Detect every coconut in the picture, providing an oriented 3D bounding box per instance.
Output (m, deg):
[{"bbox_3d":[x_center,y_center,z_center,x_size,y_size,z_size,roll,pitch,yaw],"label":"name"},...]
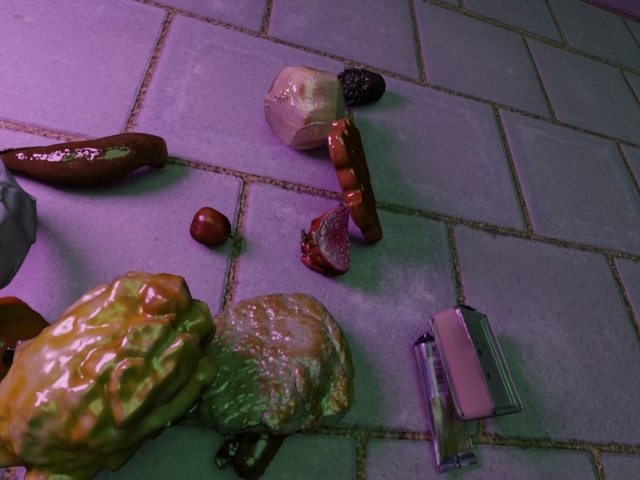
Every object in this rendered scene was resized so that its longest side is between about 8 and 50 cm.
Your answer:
[{"bbox_3d":[-0.040,-0.300,0.957,0.194,0.194,0.194,9,58,-15],"label":"coconut"}]

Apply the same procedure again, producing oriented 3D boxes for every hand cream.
[{"bbox_3d":[0.218,0.288,0.779,0.086,0.055,0.235,-1,67,-23],"label":"hand cream"}]

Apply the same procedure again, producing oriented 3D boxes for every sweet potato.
[{"bbox_3d":[-0.431,-0.146,0.787,0.285,0.085,0.112,-12,31,-14],"label":"sweet potato"}]

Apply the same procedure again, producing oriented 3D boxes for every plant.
[{"bbox_3d":[0.103,-0.407,1.131,0.143,0.092,0.094,-8,71,-31],"label":"plant"}]

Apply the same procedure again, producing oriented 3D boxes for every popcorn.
[{"bbox_3d":[-0.269,0.172,0.550,0.286,0.252,0.215,-38,91,-28],"label":"popcorn"}]

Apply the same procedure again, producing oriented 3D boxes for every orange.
[{"bbox_3d":[-0.459,0.152,0.576,0.160,0.112,0.170,13,68,-13],"label":"orange"}]

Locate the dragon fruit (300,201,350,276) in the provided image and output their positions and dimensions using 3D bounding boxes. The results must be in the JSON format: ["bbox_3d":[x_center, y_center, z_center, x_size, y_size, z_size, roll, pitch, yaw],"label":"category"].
[{"bbox_3d":[0.000,0.000,0.841,0.096,0.102,0.147,4,64,-15],"label":"dragon fruit"}]

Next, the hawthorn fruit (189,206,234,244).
[{"bbox_3d":[-0.205,-0.026,0.796,0.077,0.077,0.077,9,58,-15],"label":"hawthorn fruit"}]

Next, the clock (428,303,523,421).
[{"bbox_3d":[0.287,0.226,0.787,0.147,0.071,0.192,20,49,-46],"label":"clock"}]

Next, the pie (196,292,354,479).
[{"bbox_3d":[-0.078,0.202,0.685,0.274,0.105,0.257,-22,61,-30],"label":"pie"}]

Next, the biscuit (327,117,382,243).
[{"bbox_3d":[0.070,-0.146,0.899,0.043,0.284,0.306,-15,40,15],"label":"biscuit"}]

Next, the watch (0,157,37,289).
[{"bbox_3d":[-0.517,-0.010,0.575,0.241,0.162,0.253,30,53,25],"label":"watch"}]
